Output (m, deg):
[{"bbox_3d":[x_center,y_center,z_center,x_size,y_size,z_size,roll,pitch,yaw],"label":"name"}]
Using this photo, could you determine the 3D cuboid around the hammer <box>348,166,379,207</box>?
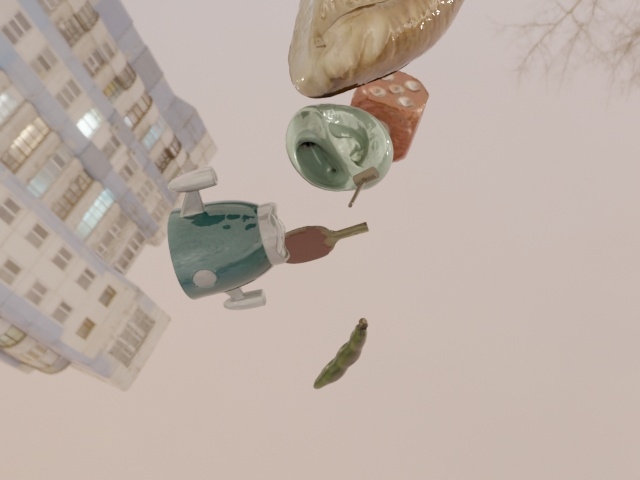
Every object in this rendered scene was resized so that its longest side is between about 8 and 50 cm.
[{"bbox_3d":[0.054,-0.072,0.810,0.035,0.019,0.110,-24,-163,27],"label":"hammer"}]

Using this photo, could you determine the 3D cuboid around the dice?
[{"bbox_3d":[0.167,-0.319,1.481,0.175,0.174,0.179,20,-133,6],"label":"dice"}]

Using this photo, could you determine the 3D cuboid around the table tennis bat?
[{"bbox_3d":[0.000,0.000,1.381,0.234,0.131,0.022,-17,-128,6],"label":"table tennis bat"}]

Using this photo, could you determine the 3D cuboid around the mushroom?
[{"bbox_3d":[0.107,-0.404,1.075,0.314,0.224,0.397,17,-109,-17],"label":"mushroom"}]

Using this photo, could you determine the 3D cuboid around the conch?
[{"bbox_3d":[0.033,-0.177,1.140,0.221,0.121,0.185,21,-115,-14],"label":"conch"}]

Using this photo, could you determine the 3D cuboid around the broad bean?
[{"bbox_3d":[0.053,0.253,1.264,0.060,0.297,0.043,-6,-127,-32],"label":"broad bean"}]

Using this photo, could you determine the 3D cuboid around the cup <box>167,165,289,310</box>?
[{"bbox_3d":[-0.149,0.005,0.990,0.173,0.299,0.167,-12,-143,5],"label":"cup"}]
